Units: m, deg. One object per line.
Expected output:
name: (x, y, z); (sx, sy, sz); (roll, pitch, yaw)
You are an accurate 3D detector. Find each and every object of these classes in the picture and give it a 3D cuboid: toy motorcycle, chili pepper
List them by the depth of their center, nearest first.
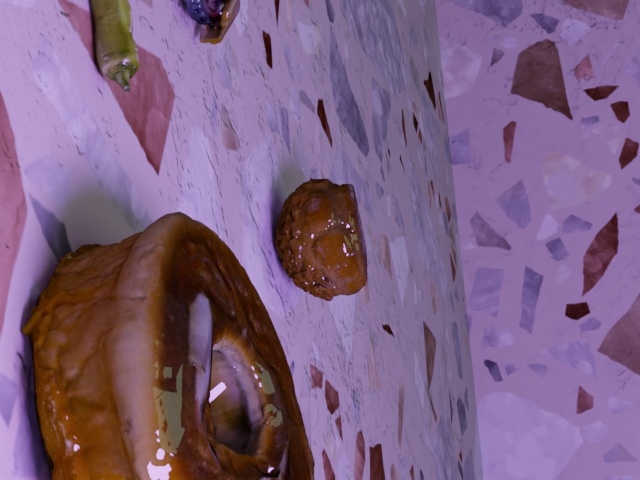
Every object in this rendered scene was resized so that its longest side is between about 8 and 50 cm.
chili pepper: (-0.203, -0.238, 1.048); (0.049, 0.043, 0.208); (-21, 99, -47)
toy motorcycle: (-0.097, -0.313, 1.342); (0.129, 0.094, 0.229); (72, 28, -43)

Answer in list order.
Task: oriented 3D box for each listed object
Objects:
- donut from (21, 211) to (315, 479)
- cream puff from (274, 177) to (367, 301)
donut: (-0.124, 0.149, 0.960); (0.330, 0.160, 0.330); (-19, 90, -77)
cream puff: (0.000, 0.000, 1.479); (0.150, 0.115, 0.165); (72, 9, -52)
